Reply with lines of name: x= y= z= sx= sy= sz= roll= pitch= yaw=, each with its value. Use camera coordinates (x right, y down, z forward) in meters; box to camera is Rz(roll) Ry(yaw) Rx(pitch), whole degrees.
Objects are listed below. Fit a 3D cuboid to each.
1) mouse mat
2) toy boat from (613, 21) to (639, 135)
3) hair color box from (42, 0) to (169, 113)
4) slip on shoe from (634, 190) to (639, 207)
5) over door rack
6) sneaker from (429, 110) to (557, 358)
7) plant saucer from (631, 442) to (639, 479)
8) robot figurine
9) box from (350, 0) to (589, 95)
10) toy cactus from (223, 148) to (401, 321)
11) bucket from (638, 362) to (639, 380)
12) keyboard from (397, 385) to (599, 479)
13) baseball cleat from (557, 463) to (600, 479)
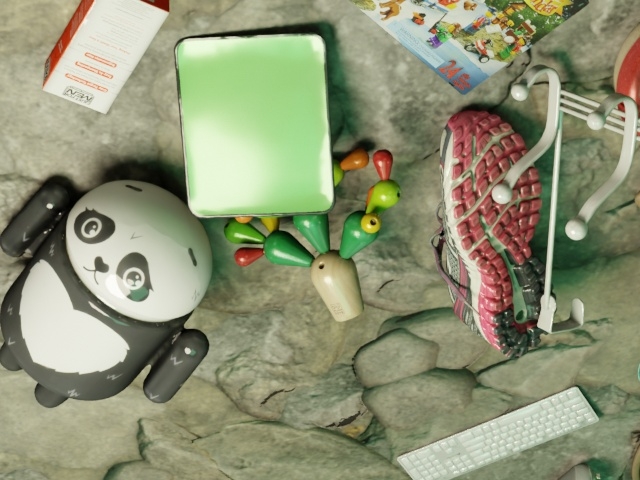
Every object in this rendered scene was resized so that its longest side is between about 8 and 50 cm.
mouse mat: x=-0.065 y=-0.113 z=1.611 sx=0.153 sy=0.007 sz=0.189 roll=-2 pitch=109 yaw=5
toy boat: x=0.407 y=-0.154 z=1.579 sx=0.231 sy=0.151 sz=0.151 roll=-18 pitch=134 yaw=12
hair color box: x=-0.207 y=-0.194 z=1.553 sx=0.072 sy=0.043 sz=0.141 roll=21 pitch=128 yaw=-24
slip on shoe: x=0.411 y=-0.043 z=1.773 sx=0.135 sy=0.051 sz=0.041 roll=-1 pitch=175 yaw=-16
over door rack: x=0.289 y=0.009 z=1.605 sx=0.108 sy=0.239 sz=0.324 roll=-27 pitch=125 yaw=-26
sneaker: x=0.166 y=-0.006 z=1.740 sx=0.121 sy=0.112 sz=0.299 roll=-31 pitch=129 yaw=-26
plant saucer: x=0.540 y=0.272 z=2.101 sx=0.278 sy=0.041 sz=0.278 roll=-2 pitch=135 yaw=-2
robot figurine: x=-0.233 y=0.061 z=1.713 sx=0.209 sy=0.173 sz=0.278 roll=22 pitch=130 yaw=-28
box: x=0.119 y=-0.254 z=1.525 sx=0.159 sy=0.044 sz=0.233 roll=-36 pitch=128 yaw=27
toy cactus: x=0.000 y=0.000 z=1.698 sx=0.219 sy=0.112 sz=0.180 roll=-18 pitch=103 yaw=20
bucket: x=0.506 y=0.119 z=1.781 sx=0.281 sy=0.183 sz=0.281 roll=14 pitch=129 yaw=18
keyboard: x=0.226 y=0.254 z=2.069 sx=0.256 sy=0.014 sz=0.072 roll=-25 pitch=132 yaw=18
baseball cleat: x=0.293 y=0.368 z=2.152 sx=0.109 sy=0.072 sz=0.206 roll=11 pitch=129 yaw=-8
